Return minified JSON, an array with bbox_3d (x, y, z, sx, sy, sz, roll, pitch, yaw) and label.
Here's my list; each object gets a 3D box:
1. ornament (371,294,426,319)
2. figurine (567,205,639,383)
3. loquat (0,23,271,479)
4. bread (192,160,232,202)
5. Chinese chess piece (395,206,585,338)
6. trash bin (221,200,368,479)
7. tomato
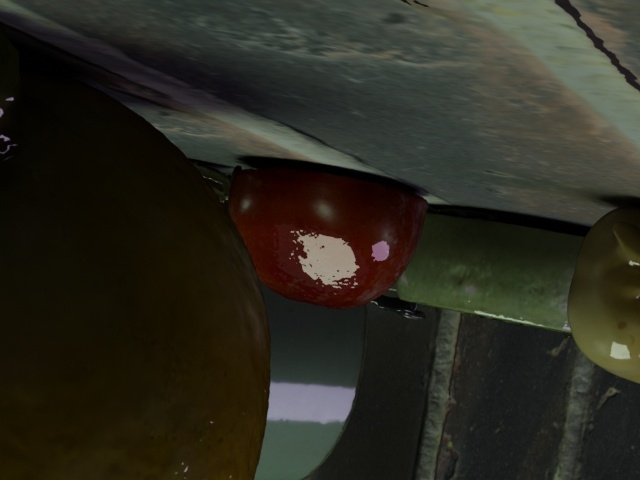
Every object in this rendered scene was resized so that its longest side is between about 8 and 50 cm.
[{"bbox_3d":[0.007,0.023,1.689,0.236,0.080,0.202,8,173,23],"label":"ornament"},{"bbox_3d":[0.241,0.034,1.029,0.196,0.108,0.114,0,175,40],"label":"figurine"},{"bbox_3d":[-0.182,0.044,0.846,0.328,0.359,0.328,7,-139,-6],"label":"loquat"},{"bbox_3d":[-0.099,-0.040,1.298,0.047,0.036,0.083,14,173,-22],"label":"bread"},{"bbox_3d":[0.150,0.028,1.334,0.188,0.083,0.188,10,179,0],"label":"Chinese chess piece"},{"bbox_3d":[-0.205,0.064,1.387,0.432,0.280,0.280,8,178,-33],"label":"trash bin"},{"bbox_3d":[0.000,0.000,1.209,0.139,0.091,0.159,8,174,8],"label":"tomato"}]
